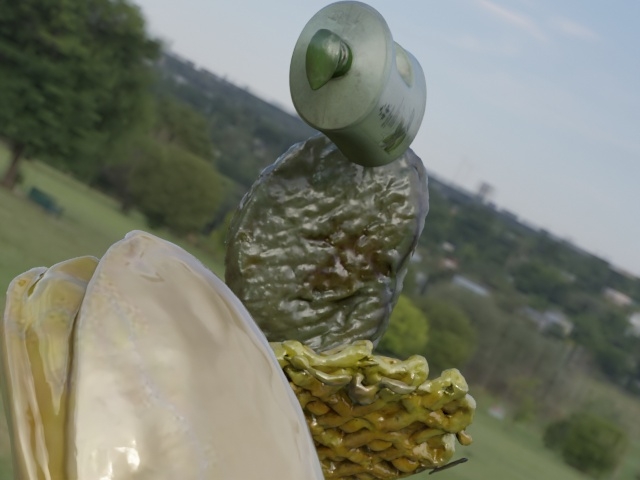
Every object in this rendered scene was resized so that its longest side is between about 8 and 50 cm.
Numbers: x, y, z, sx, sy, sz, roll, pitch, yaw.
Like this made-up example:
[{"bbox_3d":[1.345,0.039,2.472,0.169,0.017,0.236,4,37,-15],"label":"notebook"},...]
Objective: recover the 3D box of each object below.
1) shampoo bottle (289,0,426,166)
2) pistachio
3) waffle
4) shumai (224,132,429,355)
[{"bbox_3d":[0.030,-0.138,1.351,0.087,0.118,0.234,13,-4,15],"label":"shampoo bottle"},{"bbox_3d":[-0.058,0.099,0.601,0.117,0.200,0.145,-9,14,14],"label":"pistachio"},{"bbox_3d":[-0.015,0.163,1.334,0.280,0.060,0.262,3,-35,-11],"label":"waffle"},{"bbox_3d":[0.000,0.000,1.607,0.189,0.256,0.218,24,6,-4],"label":"shumai"}]
